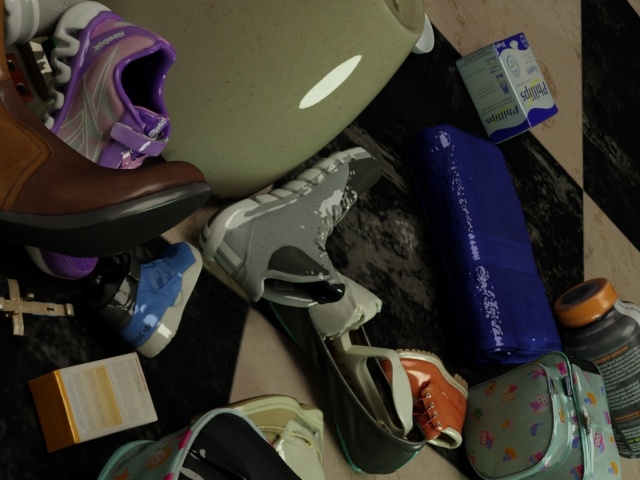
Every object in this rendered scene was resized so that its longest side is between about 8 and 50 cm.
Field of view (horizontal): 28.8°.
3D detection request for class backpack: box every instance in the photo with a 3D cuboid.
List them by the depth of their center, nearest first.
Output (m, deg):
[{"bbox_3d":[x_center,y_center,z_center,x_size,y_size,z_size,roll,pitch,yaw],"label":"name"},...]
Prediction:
[{"bbox_3d":[-0.082,0.265,0.957,0.253,0.191,0.225,59,27,-26],"label":"backpack"},{"bbox_3d":[0.258,0.239,1.467,0.144,0.166,0.188,13,57,-48],"label":"backpack"}]

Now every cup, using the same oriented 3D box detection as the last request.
[{"bbox_3d":[-0.039,-0.234,1.222,0.331,0.237,0.331,48,31,-41],"label":"cup"}]

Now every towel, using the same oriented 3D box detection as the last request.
[{"bbox_3d":[0.210,0.012,1.629,0.227,0.076,0.308,13,60,-59],"label":"towel"}]

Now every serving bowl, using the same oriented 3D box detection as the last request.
[{"bbox_3d":[0.122,-0.292,1.717,0.083,0.027,0.083,31,48,-41],"label":"serving bowl"}]

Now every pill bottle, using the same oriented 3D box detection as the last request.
[{"bbox_3d":[0.423,0.175,1.764,0.246,0.130,0.130,60,34,-11],"label":"pill bottle"}]

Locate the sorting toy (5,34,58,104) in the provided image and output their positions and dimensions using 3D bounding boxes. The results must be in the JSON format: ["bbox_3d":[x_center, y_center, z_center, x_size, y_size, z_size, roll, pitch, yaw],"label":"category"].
[{"bbox_3d":[-0.229,-0.202,1.163,0.274,0.046,0.132,-22,89,-56],"label":"sorting toy"}]

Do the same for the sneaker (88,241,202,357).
[{"bbox_3d":[-0.159,0.030,1.109,0.084,0.058,0.152,40,32,-18],"label":"sneaker"}]

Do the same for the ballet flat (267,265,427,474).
[{"bbox_3d":[0.032,0.107,1.295,0.095,0.096,0.280,-35,100,-55],"label":"ballet flat"}]

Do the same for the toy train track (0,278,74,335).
[{"bbox_3d":[-0.235,0.054,1.032,0.083,0.014,0.048,11,62,-52],"label":"toy train track"}]

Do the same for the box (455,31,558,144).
[{"bbox_3d":[0.279,-0.227,1.857,0.126,0.072,0.137,-29,96,-56],"label":"box"}]

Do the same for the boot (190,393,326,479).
[{"bbox_3d":[-0.041,0.228,1.119,0.213,0.077,0.165,30,48,-65],"label":"boot"}]

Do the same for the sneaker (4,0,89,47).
[{"bbox_3d":[-0.278,-0.298,1.086,0.115,0.105,0.281,-11,83,-44],"label":"sneaker"}]

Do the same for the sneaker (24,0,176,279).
[{"bbox_3d":[-0.180,-0.081,1.047,0.095,0.104,0.236,13,89,-66],"label":"sneaker"}]

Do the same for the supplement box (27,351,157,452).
[{"bbox_3d":[-0.187,0.133,1.030,0.098,0.036,0.062,-7,76,-55],"label":"supplement box"}]

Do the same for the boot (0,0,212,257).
[{"bbox_3d":[-0.239,-0.120,0.975,0.096,0.264,0.281,99,-23,-74],"label":"boot"}]

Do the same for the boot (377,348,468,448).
[{"bbox_3d":[0.116,0.178,1.407,0.158,0.059,0.085,36,49,-39],"label":"boot"}]

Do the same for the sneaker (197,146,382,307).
[{"bbox_3d":[0.000,0.000,1.251,0.228,0.086,0.132,-28,66,-30],"label":"sneaker"}]
